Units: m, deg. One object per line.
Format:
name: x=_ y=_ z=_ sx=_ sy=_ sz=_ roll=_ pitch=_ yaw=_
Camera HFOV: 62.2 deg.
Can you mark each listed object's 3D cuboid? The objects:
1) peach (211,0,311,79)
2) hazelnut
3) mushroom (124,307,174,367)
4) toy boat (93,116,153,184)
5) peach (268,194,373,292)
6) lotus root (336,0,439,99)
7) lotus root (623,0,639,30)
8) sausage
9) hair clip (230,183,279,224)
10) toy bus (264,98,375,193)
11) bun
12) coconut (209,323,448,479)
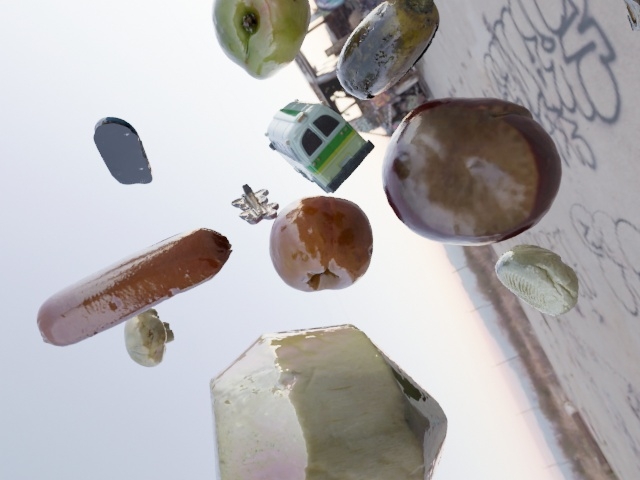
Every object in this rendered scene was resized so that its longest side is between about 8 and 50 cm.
peach: x=-0.176 y=-0.646 z=1.545 sx=0.282 sy=0.314 sz=0.315 roll=24 pitch=-142 yaw=-12
hazelnut: x=0.352 y=-0.171 z=1.267 sx=0.359 sy=0.410 sz=0.359 roll=3 pitch=-90 yaw=-85
mushroom: x=-0.419 y=0.234 z=1.293 sx=0.112 sy=0.148 sz=0.148 roll=-16 pitch=-107 yaw=-30
toy boat: x=-0.615 y=-0.297 z=1.672 sx=0.299 sy=0.134 sz=0.092 roll=95 pitch=174 yaw=-59
peach: x=0.000 y=0.000 z=1.706 sx=0.343 sy=0.343 sz=0.301 roll=41 pitch=-140 yaw=-53
lotus root: x=0.163 y=-0.510 z=1.412 sx=0.179 sy=0.196 sz=0.397 roll=62 pitch=154 yaw=6
lotus root: x=0.537 y=-0.391 z=0.890 sx=0.030 sy=0.037 sz=0.083 roll=18 pitch=164 yaw=49
sausage: x=-0.311 y=0.072 z=0.878 sx=0.094 sy=0.349 sz=0.097 roll=63 pitch=180 yaw=-41
hair clip: x=-0.229 y=-0.127 z=1.866 sx=0.257 sy=0.146 sz=0.075 roll=-127 pitch=25 yaw=-49
toy bus: x=-0.018 y=-0.211 z=1.117 sx=0.165 sy=0.133 sz=0.276 roll=42 pitch=179 yaw=-24
bun: x=0.573 y=0.089 z=1.380 sx=0.220 sy=0.134 sz=0.220 roll=41 pitch=170 yaw=9
coconut: x=0.013 y=0.205 z=0.554 sx=0.259 sy=0.259 sz=0.259 roll=54 pitch=-164 yaw=-24
